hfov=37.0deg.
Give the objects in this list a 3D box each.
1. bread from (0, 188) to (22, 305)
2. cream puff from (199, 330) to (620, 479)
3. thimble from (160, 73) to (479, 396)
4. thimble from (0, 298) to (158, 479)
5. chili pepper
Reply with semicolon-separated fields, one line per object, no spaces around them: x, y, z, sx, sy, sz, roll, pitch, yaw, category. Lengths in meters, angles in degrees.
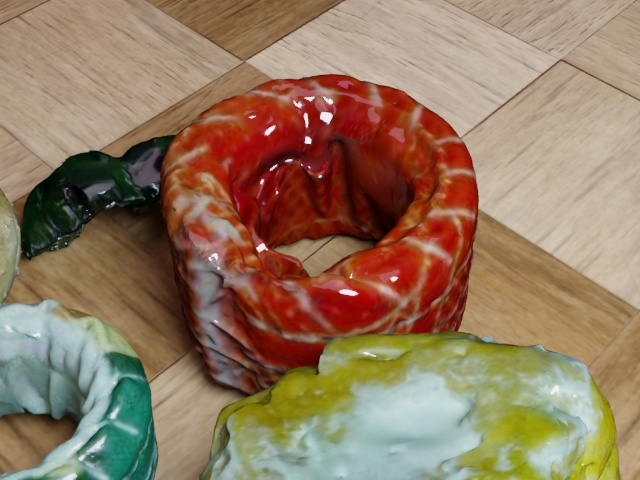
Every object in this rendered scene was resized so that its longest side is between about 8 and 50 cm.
-0.484;0.003;1.051;0.305;0.159;0.305;-2;51;3;bread
0.094;0.251;0.780;0.378;0.275;0.378;-10;31;6;cream puff
0.000;0.000;1.027;0.350;0.230;0.350;0;47;-1;thimble
-0.299;0.190;0.892;0.288;0.167;0.254;-12;48;-13;thimble
-0.243;-0.067;1.156;0.264;0.116;0.148;-21;49;-19;chili pepper
